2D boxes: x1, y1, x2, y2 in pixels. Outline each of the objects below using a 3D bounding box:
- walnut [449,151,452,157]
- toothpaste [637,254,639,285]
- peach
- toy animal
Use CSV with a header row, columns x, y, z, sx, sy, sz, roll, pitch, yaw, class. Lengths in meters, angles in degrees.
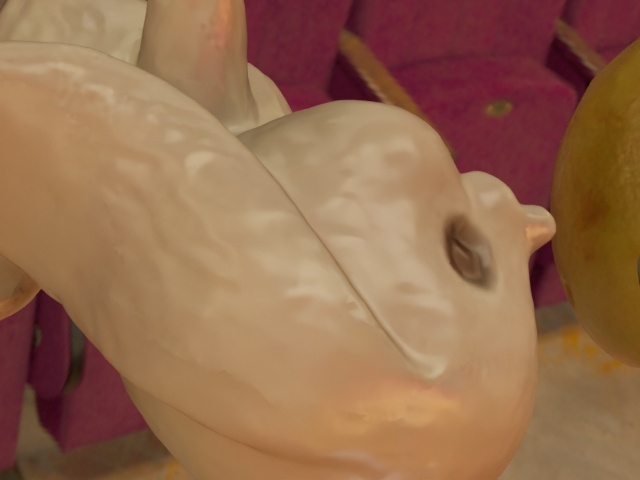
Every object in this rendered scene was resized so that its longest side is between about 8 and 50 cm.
x,y,z,sx,sy,sz,roll,pitch,yaw,class
0.000,0.000,0.933,0.245,0.137,0.137,-33,64,-13,walnut
0.250,-0.038,0.681,0.038,0.233,0.060,15,45,-20,toothpaste
0.346,-0.037,1.014,0.281,0.314,0.316,23,61,-47,peach
-0.049,-0.002,0.496,0.249,0.174,0.289,45,-11,-30,toy animal
